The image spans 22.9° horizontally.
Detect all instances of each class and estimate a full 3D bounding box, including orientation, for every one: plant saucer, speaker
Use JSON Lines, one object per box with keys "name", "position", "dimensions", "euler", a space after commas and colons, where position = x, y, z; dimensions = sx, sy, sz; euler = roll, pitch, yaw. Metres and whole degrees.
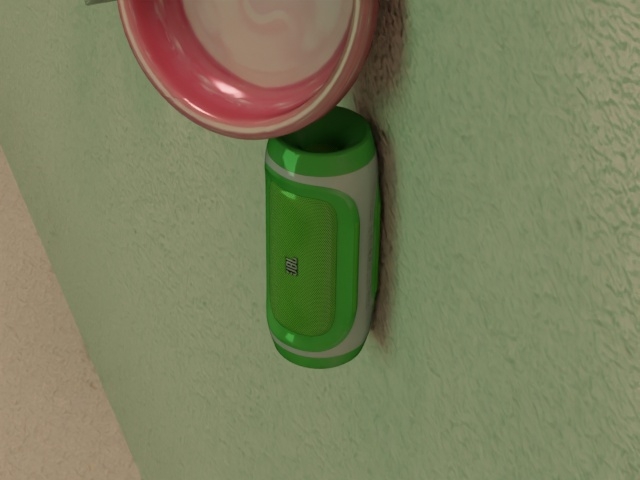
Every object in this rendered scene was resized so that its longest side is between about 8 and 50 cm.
{"name": "plant saucer", "position": [-0.070, -0.275, 1.671], "dimensions": [0.332, 0.084, 0.332], "euler": [11, 110, 32]}
{"name": "speaker", "position": [0.000, 0.000, 1.787], "dimensions": [0.131, 0.131, 0.296], "euler": [-127, 30, -47]}

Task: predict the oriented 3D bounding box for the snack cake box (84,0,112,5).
{"name": "snack cake box", "position": [-0.333, -0.503, 2.394], "dimensions": [0.152, 0.089, 0.264], "euler": [173, 84, -72]}
